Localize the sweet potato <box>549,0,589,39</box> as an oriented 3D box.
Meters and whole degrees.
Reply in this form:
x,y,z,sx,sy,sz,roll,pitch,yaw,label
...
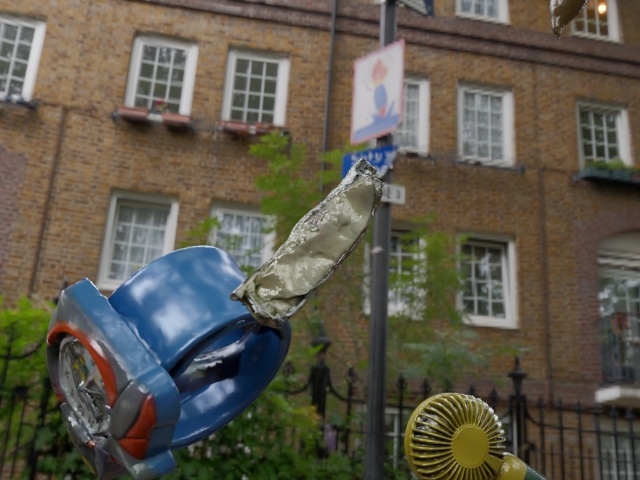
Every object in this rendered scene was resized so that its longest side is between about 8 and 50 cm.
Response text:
x,y,z,sx,sy,sz,roll,pitch,yaw,label
0.316,-0.329,0.805,0.067,0.273,0.067,34,4,-2,sweet potato

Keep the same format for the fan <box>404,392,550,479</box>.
x,y,z,sx,sy,sz,roll,pitch,yaw,label
0.143,0.187,0.633,0.155,0.082,0.039,35,-19,-13,fan

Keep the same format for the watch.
x,y,z,sx,sy,sz,roll,pitch,yaw,label
-0.182,0.171,0.963,0.275,0.241,0.305,-22,-34,-37,watch

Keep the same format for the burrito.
x,y,z,sx,sy,sz,roll,pitch,yaw,label
-0.002,0.000,0.810,0.063,0.229,0.058,13,-38,46,burrito
